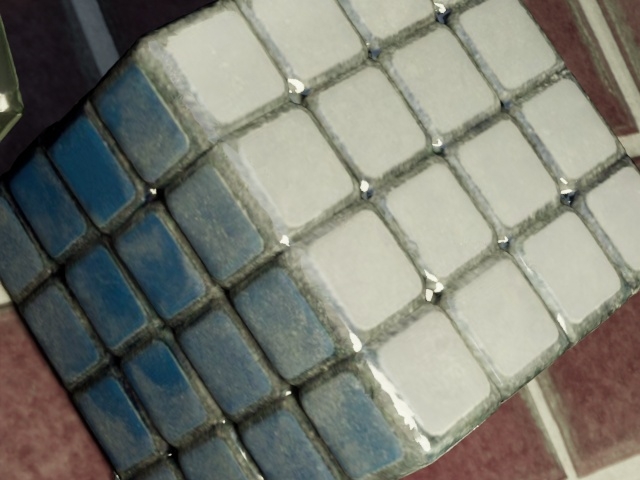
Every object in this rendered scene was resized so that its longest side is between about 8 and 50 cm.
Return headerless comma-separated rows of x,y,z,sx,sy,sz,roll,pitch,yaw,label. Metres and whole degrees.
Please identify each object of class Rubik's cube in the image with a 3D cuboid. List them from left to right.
0.000,0.000,1.299,0.344,0.337,0.344,-32,88,-40,Rubik's cube

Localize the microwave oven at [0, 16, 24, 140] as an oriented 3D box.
-0.388,-0.145,1.212,0.295,0.181,0.237,-5,69,-36,microwave oven
